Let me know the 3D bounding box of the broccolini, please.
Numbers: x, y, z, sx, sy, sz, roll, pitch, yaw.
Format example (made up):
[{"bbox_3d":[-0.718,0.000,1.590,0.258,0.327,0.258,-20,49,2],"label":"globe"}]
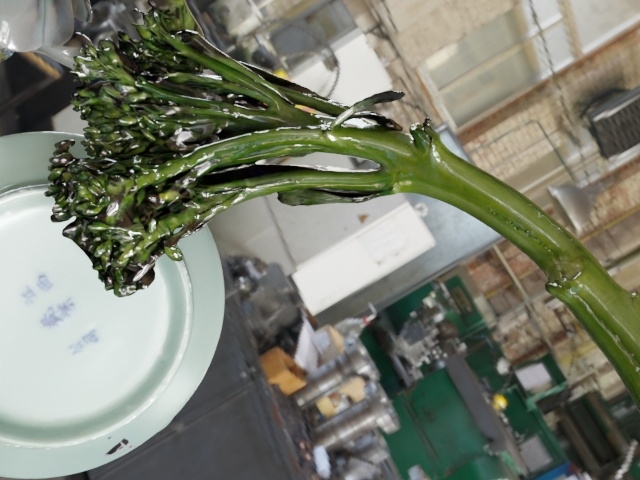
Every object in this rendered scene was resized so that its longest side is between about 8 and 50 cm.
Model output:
[{"bbox_3d":[0.008,0.003,0.311,0.271,0.123,0.062,31,-9,12],"label":"broccolini"}]

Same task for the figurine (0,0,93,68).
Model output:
[{"bbox_3d":[-0.142,-0.108,0.364,0.094,0.082,0.086,30,-19,-17],"label":"figurine"}]

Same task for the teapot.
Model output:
[{"bbox_3d":[-0.143,0.020,0.414,0.232,0.159,0.159,56,8,-23],"label":"teapot"}]
